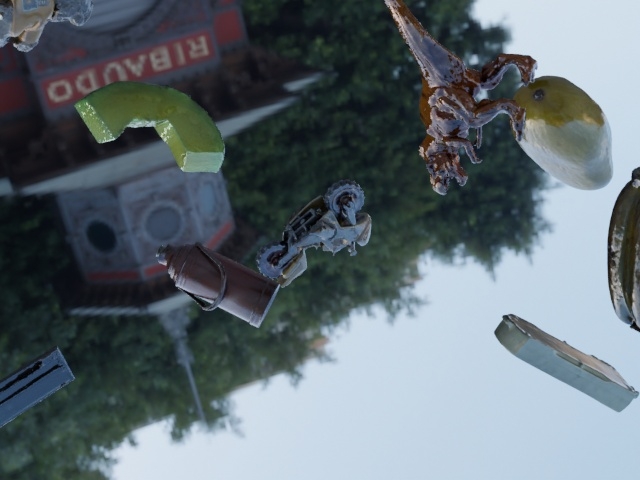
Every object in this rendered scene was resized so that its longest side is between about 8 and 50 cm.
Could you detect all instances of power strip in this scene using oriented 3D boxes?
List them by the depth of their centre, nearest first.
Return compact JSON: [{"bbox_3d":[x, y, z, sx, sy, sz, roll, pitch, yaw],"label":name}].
[{"bbox_3d":[0.376,0.187,1.783,0.048,0.285,0.080,-53,-150,14],"label":"power strip"}]

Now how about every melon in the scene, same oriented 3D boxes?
[{"bbox_3d":[-0.231,-0.163,1.592,0.209,0.118,0.064,5,158,-27],"label":"melon"}]

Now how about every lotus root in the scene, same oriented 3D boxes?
[{"bbox_3d":[0.458,0.018,1.569,0.123,0.241,0.124,-14,-156,-32],"label":"lotus root"}]

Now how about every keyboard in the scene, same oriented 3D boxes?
[{"bbox_3d":[-0.508,0.261,1.814,0.250,0.087,0.017,-34,-135,-19],"label":"keyboard"}]

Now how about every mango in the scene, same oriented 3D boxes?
[{"bbox_3d":[0.468,-0.207,2.246,0.195,0.332,0.142,25,-104,27],"label":"mango"}]

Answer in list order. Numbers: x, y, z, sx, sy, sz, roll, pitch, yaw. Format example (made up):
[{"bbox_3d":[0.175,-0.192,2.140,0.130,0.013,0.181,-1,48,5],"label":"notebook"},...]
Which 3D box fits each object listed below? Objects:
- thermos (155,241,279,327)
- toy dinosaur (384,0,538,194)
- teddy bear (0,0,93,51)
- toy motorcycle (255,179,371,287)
[{"bbox_3d":[-0.195,0.067,2.124,0.232,0.099,0.124,26,-157,4],"label":"thermos"},{"bbox_3d":[0.216,-0.236,1.724,0.208,0.432,0.097,1,-135,17],"label":"toy dinosaur"},{"bbox_3d":[-0.411,-0.352,1.614,0.190,0.177,0.140,-21,-153,-26],"label":"teddy bear"},{"bbox_3d":[0.000,0.000,2.018,0.229,0.130,0.094,-41,-143,5],"label":"toy motorcycle"}]
